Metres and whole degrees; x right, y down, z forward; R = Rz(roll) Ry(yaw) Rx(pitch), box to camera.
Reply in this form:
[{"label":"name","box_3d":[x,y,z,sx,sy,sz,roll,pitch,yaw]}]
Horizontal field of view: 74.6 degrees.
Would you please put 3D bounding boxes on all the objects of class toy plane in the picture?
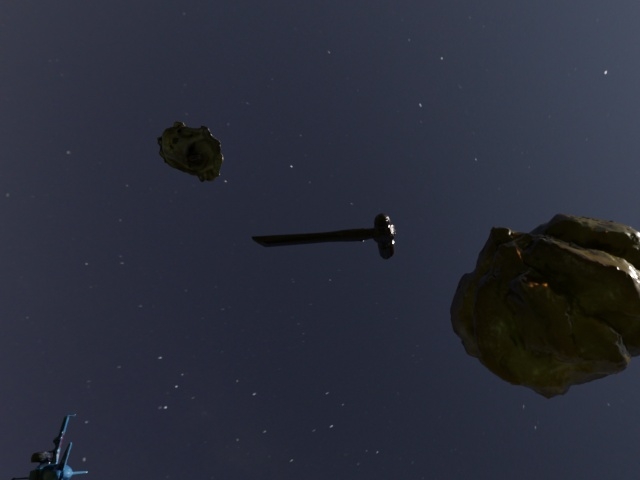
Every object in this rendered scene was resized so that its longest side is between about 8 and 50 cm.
[{"label":"toy plane","box_3d":[-0.628,0.546,0.973,0.271,0.105,0.254,-27,-124,35]}]

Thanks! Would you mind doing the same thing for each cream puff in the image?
[{"label":"cream puff","box_3d":[0.281,0.073,0.517,0.196,0.244,0.244,22,-87,7]}]

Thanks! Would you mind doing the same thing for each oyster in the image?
[{"label":"oyster","box_3d":[-0.264,-0.186,0.836,0.166,0.053,0.108,18,-57,12]}]

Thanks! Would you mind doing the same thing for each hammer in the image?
[{"label":"hammer","box_3d":[0.000,0.000,0.498,0.179,0.065,0.021,-5,-132,19]}]
